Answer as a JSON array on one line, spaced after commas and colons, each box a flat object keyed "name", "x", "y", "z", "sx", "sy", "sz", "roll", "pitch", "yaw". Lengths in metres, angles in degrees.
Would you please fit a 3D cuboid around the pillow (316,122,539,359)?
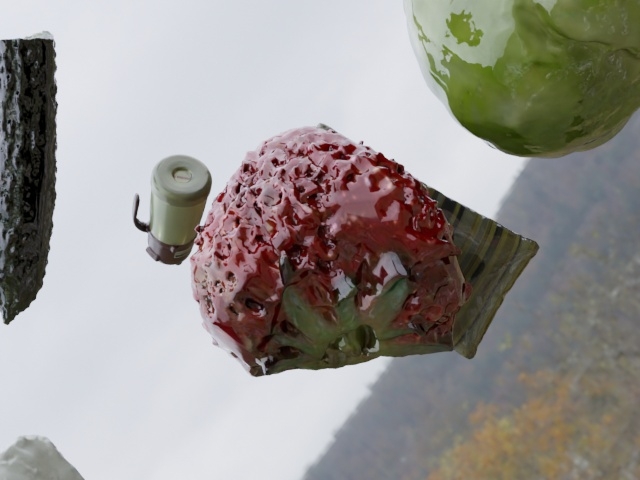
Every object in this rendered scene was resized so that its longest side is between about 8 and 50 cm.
[{"name": "pillow", "x": 0.061, "y": 0.001, "z": 1.024, "sx": 0.113, "sy": 0.203, "sz": 0.038, "roll": -59, "pitch": 3, "yaw": 11}]

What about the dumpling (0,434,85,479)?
[{"name": "dumpling", "x": -0.211, "y": 0.238, "z": 0.912, "sx": 0.092, "sy": 0.150, "sz": 0.176, "roll": -52, "pitch": 19, "yaw": 29}]

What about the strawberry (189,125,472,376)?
[{"name": "strawberry", "x": 0.000, "y": 0.000, "z": 0.910, "sx": 0.184, "sy": 0.202, "sz": 0.187, "roll": 23, "pitch": -47, "yaw": -41}]

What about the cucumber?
[{"name": "cucumber", "x": -0.302, "y": -0.063, "z": 1.297, "sx": 0.072, "sy": 0.072, "sz": 0.300, "roll": -14, "pitch": -74, "yaw": -70}]

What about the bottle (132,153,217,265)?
[{"name": "bottle", "x": -0.115, "y": -0.020, "z": 0.995, "sx": 0.101, "sy": 0.063, "sz": 0.047, "roll": 108, "pitch": -173, "yaw": -50}]

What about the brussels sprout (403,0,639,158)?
[{"name": "brussels sprout", "x": 0.193, "y": -0.215, "z": 0.927, "sx": 0.317, "sy": 0.242, "sz": 0.274, "roll": -53, "pitch": -24, "yaw": -30}]
